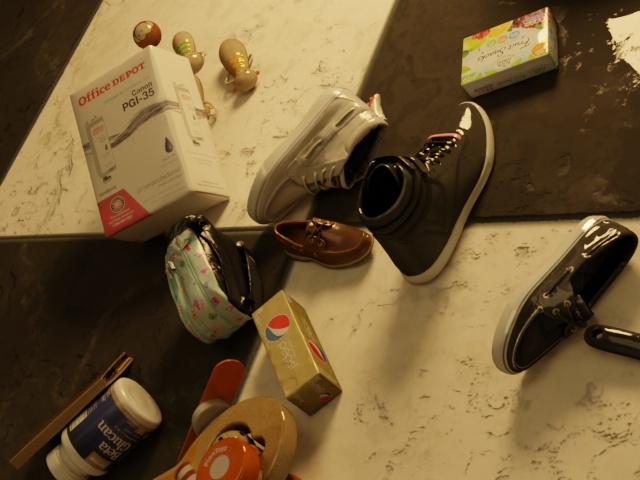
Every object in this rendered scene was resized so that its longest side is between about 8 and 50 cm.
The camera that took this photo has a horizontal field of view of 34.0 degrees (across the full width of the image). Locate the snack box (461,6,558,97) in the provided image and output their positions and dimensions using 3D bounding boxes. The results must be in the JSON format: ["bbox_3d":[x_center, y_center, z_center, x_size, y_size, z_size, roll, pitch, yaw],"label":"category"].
[{"bbox_3d":[0.281,-0.279,1.555,0.141,0.037,0.100,-17,49,31],"label":"snack box"}]

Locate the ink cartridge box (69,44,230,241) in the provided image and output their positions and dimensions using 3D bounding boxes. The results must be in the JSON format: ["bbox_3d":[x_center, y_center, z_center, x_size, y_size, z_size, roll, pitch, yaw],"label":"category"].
[{"bbox_3d":[-0.304,-0.166,1.835,0.207,0.117,0.283,-25,74,26],"label":"ink cartridge box"}]

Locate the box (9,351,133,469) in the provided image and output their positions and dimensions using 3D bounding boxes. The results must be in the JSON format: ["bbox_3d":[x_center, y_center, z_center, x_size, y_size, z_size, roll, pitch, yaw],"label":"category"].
[{"bbox_3d":[-0.391,0.265,1.651,0.201,0.021,0.164,-41,5,7],"label":"box"}]

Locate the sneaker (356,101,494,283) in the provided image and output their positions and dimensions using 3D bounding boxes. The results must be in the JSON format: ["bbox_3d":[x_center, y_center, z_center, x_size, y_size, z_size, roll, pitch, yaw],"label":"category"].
[{"bbox_3d":[0.147,-0.102,1.444,0.104,0.147,0.296,-2,56,43],"label":"sneaker"}]

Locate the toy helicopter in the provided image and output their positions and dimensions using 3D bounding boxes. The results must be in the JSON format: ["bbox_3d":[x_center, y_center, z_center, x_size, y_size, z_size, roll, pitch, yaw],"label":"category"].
[{"bbox_3d":[-0.179,0.313,1.406,0.355,0.140,0.235,-31,40,23],"label":"toy helicopter"}]

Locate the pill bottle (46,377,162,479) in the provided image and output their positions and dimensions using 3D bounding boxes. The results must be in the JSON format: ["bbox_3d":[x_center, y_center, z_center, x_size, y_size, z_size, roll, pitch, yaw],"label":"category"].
[{"bbox_3d":[-0.331,0.296,1.583,0.169,0.094,0.094,-42,40,7],"label":"pill bottle"}]

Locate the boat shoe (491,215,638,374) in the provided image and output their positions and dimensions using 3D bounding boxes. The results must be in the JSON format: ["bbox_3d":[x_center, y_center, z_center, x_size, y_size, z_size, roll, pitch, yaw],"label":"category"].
[{"bbox_3d":[0.293,0.069,1.228,0.228,0.080,0.076,-47,31,-12],"label":"boat shoe"}]

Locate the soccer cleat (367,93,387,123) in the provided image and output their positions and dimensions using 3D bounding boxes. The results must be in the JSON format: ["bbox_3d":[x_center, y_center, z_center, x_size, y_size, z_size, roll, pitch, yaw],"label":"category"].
[{"bbox_3d":[0.092,-0.198,1.668,0.035,0.029,0.083,-3,59,30],"label":"soccer cleat"}]

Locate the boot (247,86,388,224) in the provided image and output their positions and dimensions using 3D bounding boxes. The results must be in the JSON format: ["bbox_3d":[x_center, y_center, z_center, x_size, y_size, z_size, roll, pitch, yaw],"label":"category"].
[{"bbox_3d":[-0.004,-0.110,1.632,0.123,0.095,0.258,42,102,36],"label":"boot"}]

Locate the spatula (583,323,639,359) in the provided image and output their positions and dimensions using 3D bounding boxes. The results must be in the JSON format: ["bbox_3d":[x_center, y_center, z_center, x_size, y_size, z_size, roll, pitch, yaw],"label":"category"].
[{"bbox_3d":[0.411,0.128,1.106,0.296,0.030,0.084,9,66,45],"label":"spatula"}]

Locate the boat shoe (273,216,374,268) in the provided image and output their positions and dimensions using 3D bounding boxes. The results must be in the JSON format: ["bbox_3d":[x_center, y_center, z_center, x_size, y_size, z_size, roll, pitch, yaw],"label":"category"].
[{"bbox_3d":[0.000,0.000,1.558,0.178,0.060,0.064,4,61,44],"label":"boat shoe"}]

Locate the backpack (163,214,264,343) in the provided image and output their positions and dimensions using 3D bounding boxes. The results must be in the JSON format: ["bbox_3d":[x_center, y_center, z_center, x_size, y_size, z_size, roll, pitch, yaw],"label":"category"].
[{"bbox_3d":[-0.166,0.066,1.605,0.115,0.152,0.182,-39,52,19],"label":"backpack"}]

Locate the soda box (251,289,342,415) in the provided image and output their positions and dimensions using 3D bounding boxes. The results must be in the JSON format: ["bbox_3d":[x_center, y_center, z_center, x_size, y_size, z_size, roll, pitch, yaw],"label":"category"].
[{"bbox_3d":[-0.035,0.155,1.464,0.061,0.058,0.181,-39,39,10],"label":"soda box"}]

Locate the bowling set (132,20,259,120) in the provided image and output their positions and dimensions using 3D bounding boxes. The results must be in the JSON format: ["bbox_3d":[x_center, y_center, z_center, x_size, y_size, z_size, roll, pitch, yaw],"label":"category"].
[{"bbox_3d":[-0.282,-0.302,1.965,0.287,0.200,0.154,-41,41,14],"label":"bowling set"}]
